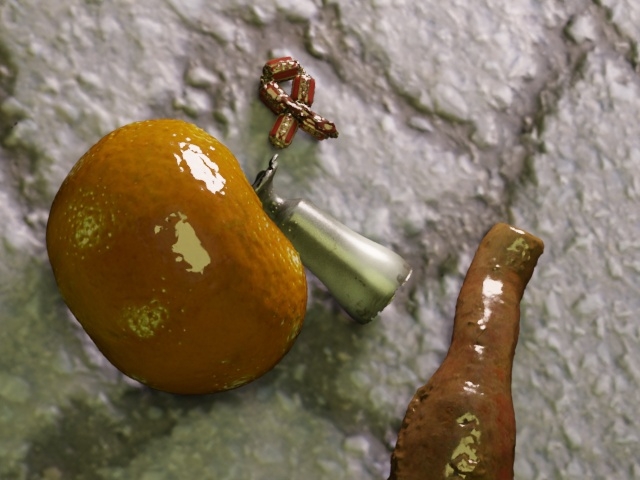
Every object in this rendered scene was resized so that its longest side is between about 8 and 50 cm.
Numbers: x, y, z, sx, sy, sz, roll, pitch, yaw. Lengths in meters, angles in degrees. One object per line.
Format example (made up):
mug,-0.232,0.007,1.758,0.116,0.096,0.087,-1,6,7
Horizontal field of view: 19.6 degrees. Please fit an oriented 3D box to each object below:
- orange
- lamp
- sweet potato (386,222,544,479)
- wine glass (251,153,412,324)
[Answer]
orange,-0.124,0.018,1.502,0.179,0.158,0.237,-33,85,13
lamp,-0.023,-0.124,1.638,0.063,0.031,0.083,-11,74,-18
sweet potato,0.121,0.156,1.565,0.109,0.109,0.385,16,71,-11
wine glass,0.000,0.000,1.589,0.155,0.072,0.072,38,69,-3
